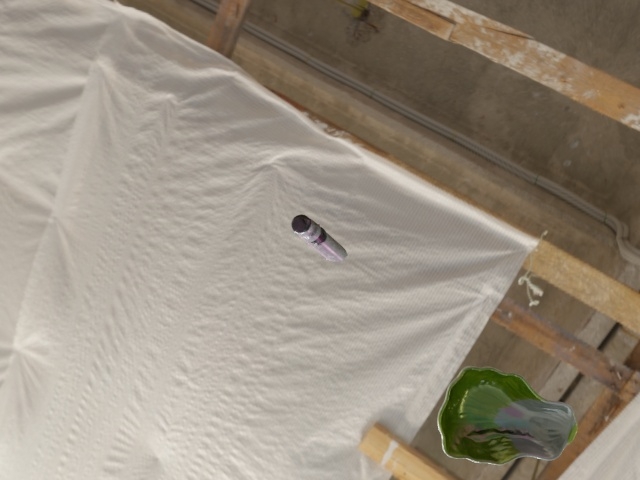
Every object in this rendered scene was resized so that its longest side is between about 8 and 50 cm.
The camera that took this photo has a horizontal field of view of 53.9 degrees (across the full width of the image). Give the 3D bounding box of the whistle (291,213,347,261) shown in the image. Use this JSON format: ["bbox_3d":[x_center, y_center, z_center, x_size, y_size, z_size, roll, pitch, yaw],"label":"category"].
[{"bbox_3d":[0.000,0.000,0.927,0.033,0.176,0.033,-5,-107,18],"label":"whistle"}]

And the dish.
[{"bbox_3d":[0.174,0.166,0.602,0.137,0.039,0.091,14,-86,-9],"label":"dish"}]
